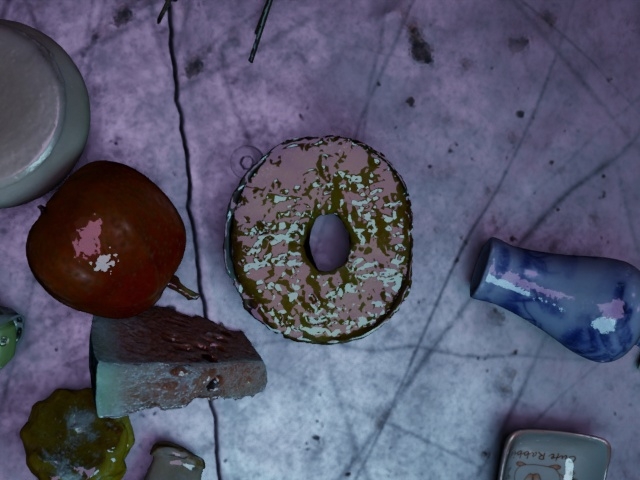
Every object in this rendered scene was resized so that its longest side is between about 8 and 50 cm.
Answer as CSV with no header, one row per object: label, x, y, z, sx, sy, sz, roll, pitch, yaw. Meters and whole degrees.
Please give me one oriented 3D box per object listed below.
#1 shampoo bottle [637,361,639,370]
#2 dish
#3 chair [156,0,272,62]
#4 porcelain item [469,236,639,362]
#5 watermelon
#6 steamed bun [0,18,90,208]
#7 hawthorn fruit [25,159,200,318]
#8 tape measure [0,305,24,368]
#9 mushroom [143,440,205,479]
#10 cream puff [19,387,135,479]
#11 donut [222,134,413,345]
shampoo bottle,0.552,0.202,1.370,0.208,0.057,0.063,27,94,-6
dish,0.304,0.362,1.322,0.151,0.077,0.212,7,89,-10
chair,-0.085,-0.402,1.168,0.170,0.160,0.325,22,114,-10
porcelain item,0.337,0.076,1.306,0.259,0.141,0.141,20,87,1
watermelon,-0.180,0.151,1.246,0.241,0.154,0.094,8,124,-18
steamed bun,-0.392,-0.150,1.187,0.232,0.145,0.232,0,84,4
hawthorn fruit,-0.244,0.012,1.193,0.225,0.196,0.196,36,85,-20
tape measure,-0.472,0.131,1.183,0.200,0.106,0.175,-44,117,-6
mushroom,-0.196,0.437,1.240,0.109,0.097,0.351,-2,88,-9
cream puff,-0.302,0.265,1.221,0.146,0.116,0.146,3,51,-4
donut,0.000,0.000,1.270,0.272,0.107,0.272,0,94,-5
